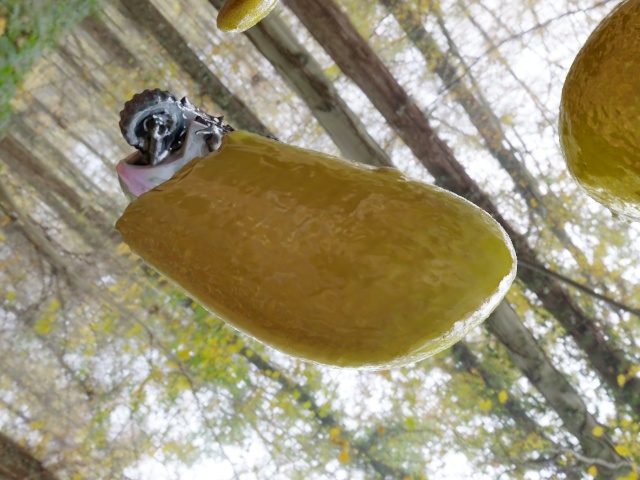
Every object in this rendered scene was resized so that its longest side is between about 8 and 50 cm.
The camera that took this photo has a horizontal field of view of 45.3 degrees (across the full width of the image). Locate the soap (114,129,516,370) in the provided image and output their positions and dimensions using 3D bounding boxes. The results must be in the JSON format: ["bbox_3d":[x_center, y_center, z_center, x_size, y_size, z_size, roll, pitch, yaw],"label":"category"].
[{"bbox_3d":[0.000,0.002,0.853,0.427,0.115,0.306,24,-140,35],"label":"soap"}]

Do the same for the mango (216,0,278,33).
[{"bbox_3d":[-0.119,-0.416,1.310,0.103,0.076,0.161,12,-117,49],"label":"mango"}]

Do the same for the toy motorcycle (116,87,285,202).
[{"bbox_3d":[-0.197,-0.121,1.249,0.143,0.327,0.188,44,-72,43],"label":"toy motorcycle"}]

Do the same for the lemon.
[{"bbox_3d":[0.367,-0.144,0.787,0.233,0.234,0.288,-93,-158,-59],"label":"lemon"}]
